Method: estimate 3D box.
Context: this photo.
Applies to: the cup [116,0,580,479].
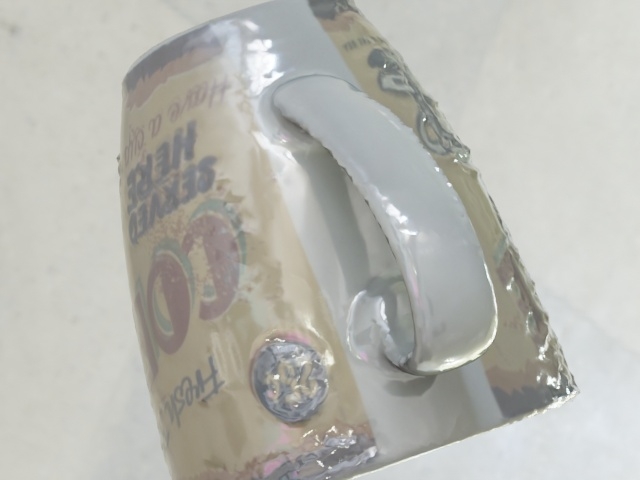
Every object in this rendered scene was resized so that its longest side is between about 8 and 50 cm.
[{"bbox_3d":[0.000,0.000,1.009,0.227,0.301,0.257,-20,86,-18],"label":"cup"}]
